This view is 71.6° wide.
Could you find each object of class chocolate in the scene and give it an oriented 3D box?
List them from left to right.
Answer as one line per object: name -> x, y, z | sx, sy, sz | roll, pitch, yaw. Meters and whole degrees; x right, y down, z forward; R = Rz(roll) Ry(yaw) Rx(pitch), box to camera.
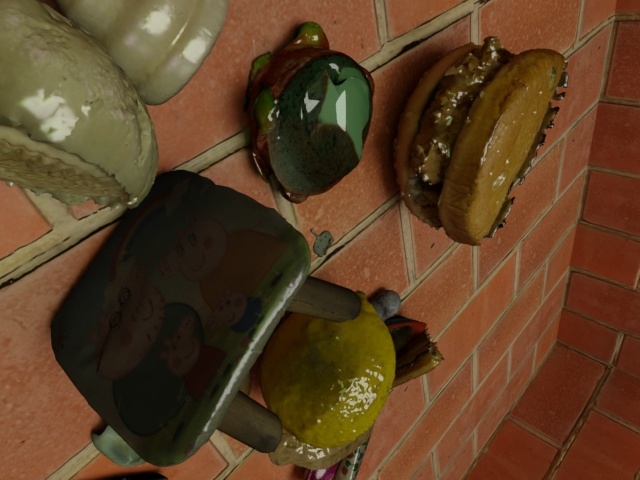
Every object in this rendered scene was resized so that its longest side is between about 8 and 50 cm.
chocolate -> 0.143, 0.180, 1.133 | 0.167, 0.072, 0.072 | -30, 129, -37

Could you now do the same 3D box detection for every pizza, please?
pizza -> 0.228, 0.351, 1.259 | 0.251, 0.074, 0.288 | -34, 175, 11

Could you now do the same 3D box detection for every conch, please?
conch -> -0.315, 0.314, 0.718 | 0.088, 0.065, 0.180 | -22, 130, -40

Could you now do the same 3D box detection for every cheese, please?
cheese -> 0.021, 0.602, 1.224 | 0.244, 0.062, 0.154 | -31, 133, -50

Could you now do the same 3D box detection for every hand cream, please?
hand cream -> 0.112, 0.621, 1.337 | 0.095, 0.059, 0.275 | 25, 86, -52

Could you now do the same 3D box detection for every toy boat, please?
toy boat -> 0.133, 0.281, 1.166 | 0.392, 0.080, 0.136 | -19, 120, -39

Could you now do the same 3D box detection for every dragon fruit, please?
dragon fruit -> -0.009, -0.203, 0.742 | 0.269, 0.130, 0.294 | -19, 123, -34

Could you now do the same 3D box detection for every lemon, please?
lemon -> 0.020, 0.252, 0.891 | 0.321, 0.268, 0.268 | -57, 139, -1

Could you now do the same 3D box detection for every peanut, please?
peanut -> 0.008, 0.465, 1.085 | 0.325, 0.140, 0.153 | 5, 87, -43

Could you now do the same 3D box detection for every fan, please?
fan -> 0.000, 0.000, 0.939 | 0.055, 0.004, 0.083 | -55, 139, -11

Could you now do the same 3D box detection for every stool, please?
stool -> -0.152, 0.101, 0.618 | 0.310, 0.311, 0.226 | -57, 148, -8

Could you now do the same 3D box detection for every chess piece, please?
chess piece -> -0.249, -0.285, 0.427 | 0.300, 0.167, 0.166 | 32, 85, -45

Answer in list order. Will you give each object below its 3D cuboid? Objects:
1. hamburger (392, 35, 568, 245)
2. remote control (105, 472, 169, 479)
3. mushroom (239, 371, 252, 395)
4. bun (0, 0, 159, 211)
hamburger -> 0.295, -0.236, 0.930 | 0.287, 0.268, 0.444 | 15, 102, -51
remote control -> -0.362, 0.439, 0.749 | 0.222, 0.042, 0.072 | 18, 96, -48
mushroom -> -0.200, 0.258, 0.804 | 0.210, 0.072, 0.094 | 11, 74, -50
bun -> -0.272, -0.131, 0.413 | 0.259, 0.260, 0.152 | 24, 74, -50
